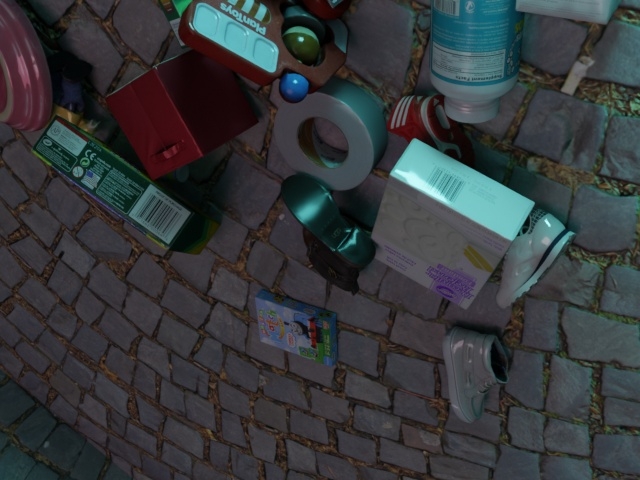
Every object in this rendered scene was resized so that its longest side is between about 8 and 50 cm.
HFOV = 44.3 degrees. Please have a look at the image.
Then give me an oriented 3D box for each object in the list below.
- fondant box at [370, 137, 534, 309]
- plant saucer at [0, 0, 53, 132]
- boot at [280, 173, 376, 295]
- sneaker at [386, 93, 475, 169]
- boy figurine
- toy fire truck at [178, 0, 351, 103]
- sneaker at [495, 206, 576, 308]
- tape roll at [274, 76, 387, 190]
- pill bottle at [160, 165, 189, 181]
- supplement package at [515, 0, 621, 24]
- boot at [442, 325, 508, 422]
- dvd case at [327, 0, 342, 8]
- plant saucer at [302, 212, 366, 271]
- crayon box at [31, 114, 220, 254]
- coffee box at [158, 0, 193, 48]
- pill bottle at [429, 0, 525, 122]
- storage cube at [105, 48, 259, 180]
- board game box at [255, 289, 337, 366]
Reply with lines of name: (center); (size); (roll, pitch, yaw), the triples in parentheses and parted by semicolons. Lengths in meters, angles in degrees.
fondant box: (0.228, -0.019, 1.472); (0.238, 0.096, 0.330); (30, 157, 10)
plant saucer: (-0.742, -0.405, 1.820); (0.332, 0.084, 0.332); (26, 129, 37)
boot: (0.000, 0.000, 1.649); (0.263, 0.091, 0.229); (48, 161, 5)
sneaker: (0.203, -0.182, 1.461); (0.128, 0.087, 0.221); (22, 143, 47)
boy figurine: (-0.598, -0.298, 1.874); (0.177, 0.092, 0.285); (28, 136, 11)
toy fire truck: (-0.085, -0.360, 1.327); (0.302, 0.254, 0.169); (26, 146, -30)
sneaker: (0.390, 0.037, 1.503); (0.095, 0.090, 0.235); (42, 134, 16)
tape roll: (0.020, -0.208, 1.546); (0.219, 0.072, 0.219); (18, 132, 21)
pill bottle: (-0.354, -0.163, 1.854); (0.083, 0.043, 0.043); (10, 130, 28)
supplement package: (0.361, -0.444, 1.073); (0.133, 0.139, 0.244); (17, 133, 24)
boot: (0.352, 0.309, 1.728); (0.123, 0.095, 0.258); (7, 127, 38)
dvd case: (0.021, -0.516, 1.266); (0.164, 0.018, 0.221); (-35, 103, 10)
plant saucer: (0.039, 0.000, 1.735); (0.168, 0.029, 0.169); (18, 132, 21)
crayon box: (-0.421, -0.113, 1.769); (0.362, 0.106, 0.313); (36, 180, 4)
coffee box: (-0.260, -0.470, 1.489); (0.040, 0.113, 0.184); (-5, 120, 38)
pill bottle: (0.246, -0.323, 1.246); (0.146, 0.146, 0.264); (15, 132, 23)
storage cube: (-0.280, -0.265, 1.605); (0.183, 0.215, 0.193); (-17, 107, 42)
board game box: (-0.060, 0.220, 1.975); (0.211, 0.039, 0.160); (17, 133, 23)
